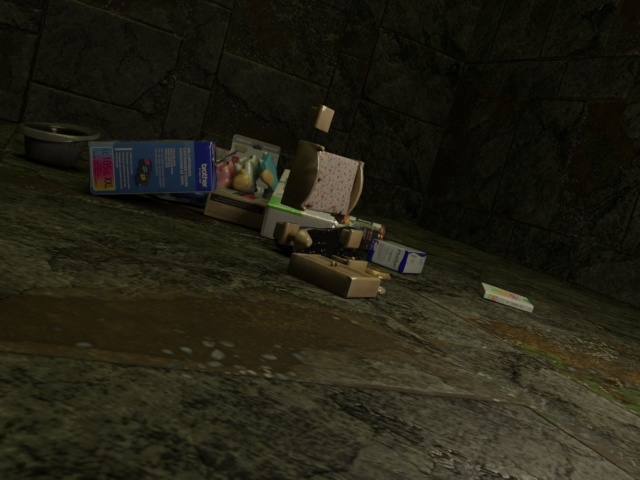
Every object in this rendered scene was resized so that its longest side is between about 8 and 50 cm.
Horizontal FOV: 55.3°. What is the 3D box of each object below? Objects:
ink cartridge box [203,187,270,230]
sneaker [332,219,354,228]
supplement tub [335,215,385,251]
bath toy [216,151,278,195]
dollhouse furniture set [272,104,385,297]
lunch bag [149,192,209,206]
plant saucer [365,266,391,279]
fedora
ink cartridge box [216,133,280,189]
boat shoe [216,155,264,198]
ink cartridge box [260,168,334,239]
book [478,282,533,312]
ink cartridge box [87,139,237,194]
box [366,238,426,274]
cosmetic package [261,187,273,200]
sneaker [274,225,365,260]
[{"bbox_3d":[-0.251,-0.104,1.957,0.193,0.088,0.235,14,6,0],"label":"ink cartridge box"},{"bbox_3d":[0.000,-0.039,1.988,0.228,0.092,0.087,12,9,-20],"label":"sneaker"},{"bbox_3d":[0.119,-0.027,2.110,0.197,0.106,0.106,16,7,0],"label":"supplement tub"},{"bbox_3d":[-0.316,-0.204,2.148,0.348,0.129,0.151,-8,29,26],"label":"bath toy"},{"bbox_3d":[0.080,-0.070,1.313,0.173,0.356,0.303,21,8,35],"label":"dollhouse furniture set"},{"bbox_3d":[-0.473,-0.175,2.031,0.218,0.090,0.176,9,12,-39],"label":"lunch bag"},{"bbox_3d":[0.153,0.086,1.650,0.083,0.015,0.083,16,7,-2],"label":"plant saucer"},{"bbox_3d":[-0.892,-0.321,2.073,0.243,0.124,0.275,15,15,11],"label":"fedora"},{"bbox_3d":[-0.330,-0.293,2.522,0.130,0.272,0.309,20,8,32],"label":"ink cartridge box"},{"bbox_3d":[-0.334,-0.239,2.308,0.320,0.103,0.118,41,-8,-4],"label":"boat shoe"},{"bbox_3d":[-0.051,-0.096,1.849,0.198,0.115,0.273,15,30,0],"label":"ink cartridge box"},{"bbox_3d":[0.548,0.173,1.813,0.144,0.035,0.096,18,11,2],"label":"book"},{"bbox_3d":[-0.441,-0.217,1.775,0.395,0.151,0.270,0,10,-9],"label":"ink cartridge box"},{"bbox_3d":[0.235,0.050,1.889,0.137,0.072,0.126,20,7,35],"label":"box"},{"bbox_3d":[-0.099,-0.097,2.132,0.231,0.117,0.085,17,5,22],"label":"cosmetic package"},{"bbox_3d":[0.000,0.000,1.650,0.124,0.107,0.283,14,4,44],"label":"sneaker"}]
